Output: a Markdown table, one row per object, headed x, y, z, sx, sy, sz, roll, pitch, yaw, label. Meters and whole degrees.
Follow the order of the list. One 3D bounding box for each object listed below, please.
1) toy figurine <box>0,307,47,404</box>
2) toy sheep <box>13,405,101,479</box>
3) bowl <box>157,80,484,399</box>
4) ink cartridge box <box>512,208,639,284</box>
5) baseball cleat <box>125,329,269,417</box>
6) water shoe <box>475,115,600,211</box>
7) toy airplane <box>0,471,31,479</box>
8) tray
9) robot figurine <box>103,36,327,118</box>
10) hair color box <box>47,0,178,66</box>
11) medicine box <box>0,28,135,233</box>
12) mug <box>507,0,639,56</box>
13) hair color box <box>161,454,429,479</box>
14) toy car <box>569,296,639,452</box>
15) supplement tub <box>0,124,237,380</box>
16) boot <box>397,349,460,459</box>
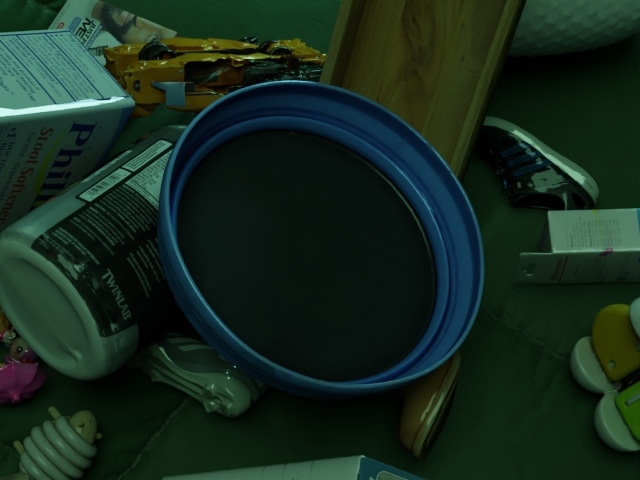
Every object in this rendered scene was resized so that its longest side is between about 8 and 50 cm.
| x | y | z | sx | sy | sz | roll | pitch | yaw | label |
| --- | --- | --- | --- | --- | --- | --- | --- | --- | --- |
| -0.403 | 0.128 | 1.595 | 0.159 | 0.130 | 0.173 | 40 | 48 | 4 | toy figurine |
| -0.317 | 0.255 | 1.533 | 0.091 | 0.091 | 0.132 | 42 | 88 | 18 | toy sheep |
| 0.000 | 0.000 | 1.466 | 0.391 | 0.077 | 0.391 | 12 | 59 | -20 | bowl |
| 0.332 | 0.008 | 1.603 | 0.181 | 0.104 | 0.061 | -2 | 66 | 1 | ink cartridge box |
| -0.154 | 0.145 | 1.591 | 0.206 | 0.072 | 0.109 | 32 | 45 | 22 | baseball cleat |
| 0.262 | -0.090 | 1.668 | 0.203 | 0.073 | 0.080 | 31 | 73 | 15 | water shoe |
| -0.560 | 0.347 | 1.400 | 0.386 | 0.272 | 0.384 | 9 | 34 | 21 | toy airplane |
| 0.115 | -0.215 | 1.569 | 0.203 | 0.410 | 0.076 | 24 | 32 | 12 | tray |
| -0.127 | -0.216 | 1.680 | 0.291 | 0.085 | 0.211 | -4 | 22 | -19 | robot figurine |
| -0.289 | -0.271 | 1.782 | 0.167 | 0.053 | 0.093 | 23 | 68 | 11 | hair color box |
| -0.410 | -0.100 | 1.531 | 0.149 | 0.263 | 0.289 | 47 | 34 | 20 | medicine box |
| 0.291 | -0.382 | 1.638 | 0.328 | 0.374 | 0.276 | 2 | 82 | -5 | mug |
| -0.050 | 0.333 | 1.357 | 0.105 | 0.347 | 0.173 | 26 | 63 | -33 | hair color box |
| 0.399 | 0.158 | 1.528 | 0.136 | 0.159 | 0.182 | 1 | 59 | -38 | toy car |
| -0.209 | -0.003 | 1.541 | 0.207 | 0.207 | 0.338 | 38 | 51 | 17 | supplement tub |
| 0.065 | 0.116 | 1.562 | 0.220 | 0.109 | 0.283 | 12 | 65 | 6 | boot |
